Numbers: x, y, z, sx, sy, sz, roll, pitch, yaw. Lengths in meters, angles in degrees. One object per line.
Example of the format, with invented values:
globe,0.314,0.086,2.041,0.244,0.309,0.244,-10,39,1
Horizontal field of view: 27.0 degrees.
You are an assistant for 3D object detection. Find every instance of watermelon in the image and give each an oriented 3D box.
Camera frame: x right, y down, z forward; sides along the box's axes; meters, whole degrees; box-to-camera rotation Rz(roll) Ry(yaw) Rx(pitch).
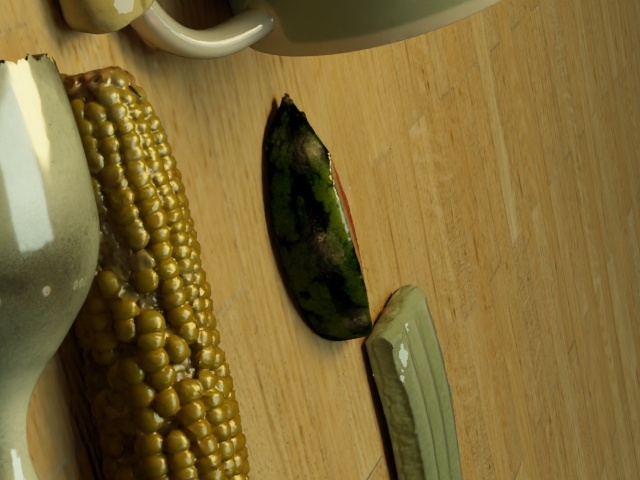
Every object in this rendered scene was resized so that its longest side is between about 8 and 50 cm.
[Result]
watermelon,0.006,-0.002,1.130,0.119,0.063,0.245,-82,156,-59

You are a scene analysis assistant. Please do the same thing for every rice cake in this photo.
rice cake,0.097,0.172,1.312,0.127,0.043,0.237,-49,130,-61

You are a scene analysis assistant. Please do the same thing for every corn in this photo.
corn,-0.107,0.053,0.807,0.097,0.097,0.319,-30,110,-65

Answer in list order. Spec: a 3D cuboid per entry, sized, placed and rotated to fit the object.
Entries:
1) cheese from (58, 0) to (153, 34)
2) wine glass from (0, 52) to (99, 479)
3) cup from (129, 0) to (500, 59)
cheese,-0.151,-0.220,0.805,0.065,0.043,0.194,-34,118,-36
wine glass,-0.163,0.033,0.639,0.126,0.126,0.241,-19,106,-66
cup,-0.020,-0.286,0.937,0.357,0.259,0.274,-35,121,-28
